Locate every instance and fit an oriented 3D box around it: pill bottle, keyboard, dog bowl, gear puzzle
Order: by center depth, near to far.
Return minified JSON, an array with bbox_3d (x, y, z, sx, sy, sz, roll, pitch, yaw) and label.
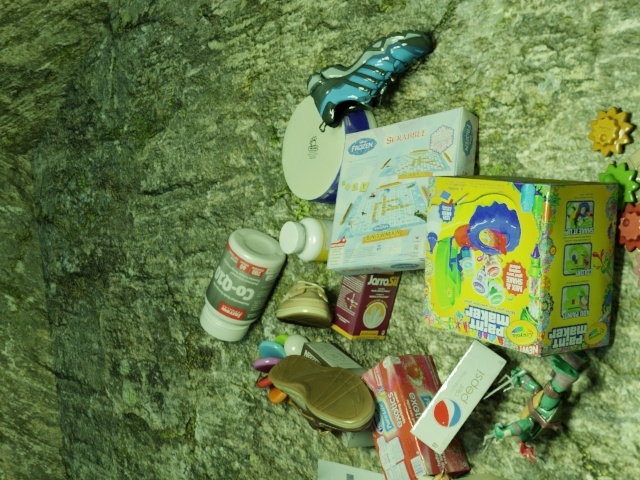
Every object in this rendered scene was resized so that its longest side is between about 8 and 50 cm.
[{"bbox_3d":[0.529,-0.085,1.379,0.175,0.044,0.339,-44,53,42],"label":"gear puzzle"},{"bbox_3d":[0.070,0.563,1.960,0.256,0.014,0.072,-6,76,53],"label":"keyboard"},{"bbox_3d":[0.000,0.000,1.971,0.103,0.184,0.103,-10,78,53],"label":"pill bottle"},{"bbox_3d":[0.020,-0.221,2.036,0.265,0.104,0.265,-8,80,53],"label":"dog bowl"},{"bbox_3d":[-0.216,0.124,2.269,0.161,0.161,0.283,52,126,43],"label":"pill bottle"}]

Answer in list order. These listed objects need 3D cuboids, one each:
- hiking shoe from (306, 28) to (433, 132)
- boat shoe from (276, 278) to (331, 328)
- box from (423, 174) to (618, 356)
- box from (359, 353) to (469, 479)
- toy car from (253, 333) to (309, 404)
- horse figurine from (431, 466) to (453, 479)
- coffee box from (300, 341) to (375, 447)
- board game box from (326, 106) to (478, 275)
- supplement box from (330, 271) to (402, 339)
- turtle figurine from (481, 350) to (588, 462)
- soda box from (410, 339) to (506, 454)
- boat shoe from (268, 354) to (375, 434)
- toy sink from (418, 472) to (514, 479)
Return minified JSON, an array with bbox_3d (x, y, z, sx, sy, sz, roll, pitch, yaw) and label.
[{"bbox_3d":[0.121,-0.353,1.867,0.304,0.113,0.132,-24,73,22],"label":"hiking shoe"},{"bbox_3d":[-0.041,0.144,1.986,0.341,0.121,0.110,152,131,-78],"label":"boat shoe"},{"bbox_3d":[0.344,0.030,1.479,0.290,0.177,0.279,10,101,56],"label":"box"},{"bbox_3d":[0.186,0.374,1.728,0.128,0.122,0.257,-44,52,41],"label":"box"},{"bbox_3d":[-0.104,0.324,2.116,0.159,0.136,0.182,-32,61,48],"label":"toy car"},{"bbox_3d":[0.203,0.563,1.510,0.174,0.066,0.263,45,120,34],"label":"horse figurine"},{"bbox_3d":[0.046,0.350,1.941,0.246,0.098,0.141,36,114,49],"label":"coffee box"},{"bbox_3d":[0.168,-0.094,1.757,0.318,0.066,0.318,-6,68,43],"label":"board game box"},{"bbox_3d":[0.105,0.121,1.882,0.080,0.104,0.188,29,109,51],"label":"supplement box"},{"bbox_3d":[0.377,0.288,1.492,0.234,0.118,0.175,-59,3,29],"label":"turtle figurine"},{"bbox_3d":[0.262,0.295,1.595,0.074,0.069,0.216,35,91,14],"label":"soda box"},{"bbox_3d":[0.013,0.351,1.822,0.342,0.123,0.123,12,134,54],"label":"boat shoe"},{"bbox_3d":[0.306,0.518,1.542,0.234,0.131,0.153,-3,86,50],"label":"toy sink"}]
